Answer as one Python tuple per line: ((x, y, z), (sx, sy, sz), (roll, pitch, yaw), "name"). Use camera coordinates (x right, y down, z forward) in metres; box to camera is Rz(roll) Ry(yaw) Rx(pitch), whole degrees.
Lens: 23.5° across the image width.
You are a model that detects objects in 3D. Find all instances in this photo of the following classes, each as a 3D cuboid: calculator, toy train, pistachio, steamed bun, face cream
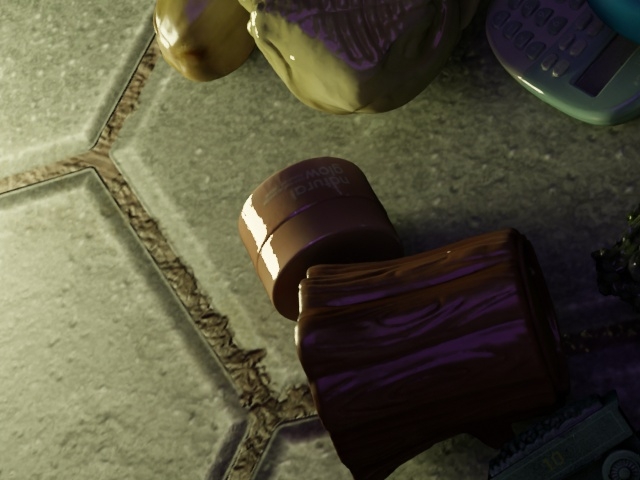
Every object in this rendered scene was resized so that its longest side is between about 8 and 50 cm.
((0.299, -0.214, 1.624), (0.184, 0.042, 0.295), (-49, 52, -3), "calculator")
((0.224, 0.208, 1.406), (0.172, 0.070, 0.099), (-34, 90, 9), "toy train")
((-0.121, -0.287, 1.828), (0.206, 0.131, 0.129), (-62, 14, -17), "pistachio")
((0.050, -0.275, 1.691), (0.276, 0.203, 0.289), (-34, 68, -3), "steamed bun")
((0.000, 0.000, 1.598), (0.149, 0.149, 0.104), (-33, 54, 8), "face cream")

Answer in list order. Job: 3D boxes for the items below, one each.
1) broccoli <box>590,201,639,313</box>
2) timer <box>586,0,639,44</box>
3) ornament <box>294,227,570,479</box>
((0.343, -0.070, 1.420), (0.165, 0.145, 0.304), (7, 90, 35), "broccoli")
((0.412, -0.340, 1.554), (0.340, 0.115, 0.309), (-14, 57, 2), "timer")
((0.111, 0.104, 1.461), (0.218, 0.235, 0.221), (-16, 75, 14), "ornament")
